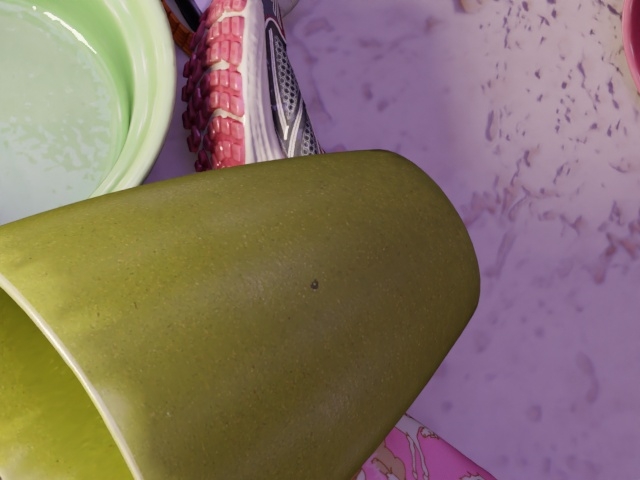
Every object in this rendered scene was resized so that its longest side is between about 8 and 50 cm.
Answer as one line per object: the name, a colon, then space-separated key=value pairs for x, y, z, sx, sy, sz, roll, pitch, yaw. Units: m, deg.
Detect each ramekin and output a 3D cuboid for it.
ramekin: x=-0.263 y=-0.103 z=1.134 sx=0.303 sy=0.148 sz=0.303 roll=2 pitch=75 yaw=-8

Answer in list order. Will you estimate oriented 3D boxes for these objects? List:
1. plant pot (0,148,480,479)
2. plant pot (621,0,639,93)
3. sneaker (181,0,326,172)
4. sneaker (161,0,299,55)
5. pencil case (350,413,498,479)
plant pot: x=-0.050 y=0.061 z=0.955 sx=0.293 sy=0.275 sz=0.275 roll=-30 pitch=81 yaw=-27
plant pot: x=0.381 y=-0.181 z=1.232 sx=0.180 sy=0.201 sz=0.201 roll=-29 pitch=80 yaw=-30
sneaker: x=-0.029 y=-0.051 z=1.147 sx=0.112 sy=0.121 sz=0.299 roll=-12 pitch=91 yaw=-26
sneaker: x=-0.110 y=-0.278 z=1.240 sx=0.121 sy=0.099 sz=0.262 roll=-29 pitch=88 yaw=-22
pencil case: x=0.130 y=0.272 z=1.084 sx=0.386 sy=0.160 sz=0.167 roll=35 pitch=73 yaw=2
